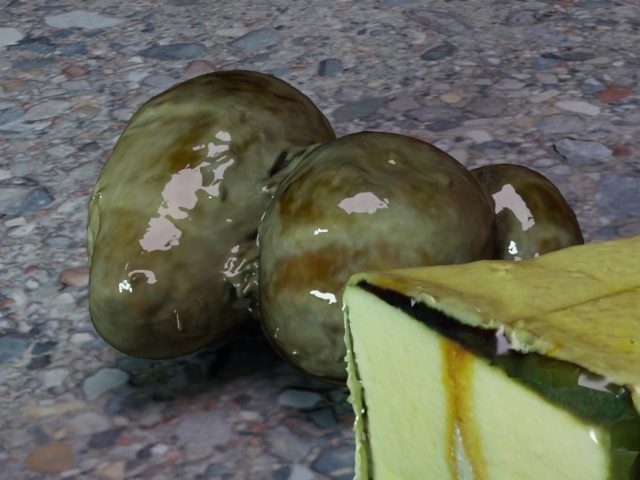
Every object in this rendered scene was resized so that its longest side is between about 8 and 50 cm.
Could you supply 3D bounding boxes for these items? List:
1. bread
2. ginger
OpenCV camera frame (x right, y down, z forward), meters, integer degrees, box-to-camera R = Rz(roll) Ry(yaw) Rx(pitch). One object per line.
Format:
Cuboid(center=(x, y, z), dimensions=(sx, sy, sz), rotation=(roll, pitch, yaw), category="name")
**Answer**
Cuboid(center=(0.157, 0.070, 0.690), dimensions=(0.264, 0.168, 0.163), rotation=(-23, 32, -35), category="bread")
Cuboid(center=(0.000, 0.000, 0.879), dimensions=(0.304, 0.155, 0.244), rotation=(17, 28, 23), category="ginger")
